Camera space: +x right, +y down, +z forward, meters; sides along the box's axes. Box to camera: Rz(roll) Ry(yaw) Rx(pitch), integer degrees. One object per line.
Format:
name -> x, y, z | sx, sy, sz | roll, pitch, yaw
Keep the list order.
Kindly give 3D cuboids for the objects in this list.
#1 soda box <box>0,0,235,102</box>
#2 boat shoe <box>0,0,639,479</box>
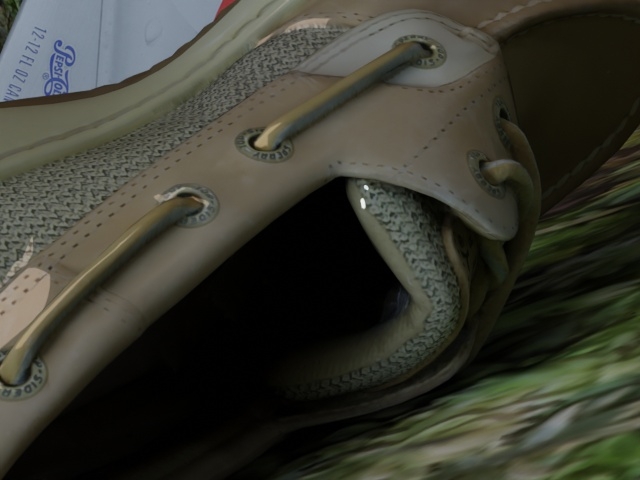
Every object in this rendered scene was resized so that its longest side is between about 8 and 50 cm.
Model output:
soda box -> -0.032, -0.096, 0.616 | 0.091, 0.286, 0.098 | 24, -4, -9
boat shoe -> 0.000, 0.000, 0.472 | 0.098, 0.109, 0.302 | 32, 39, 32
